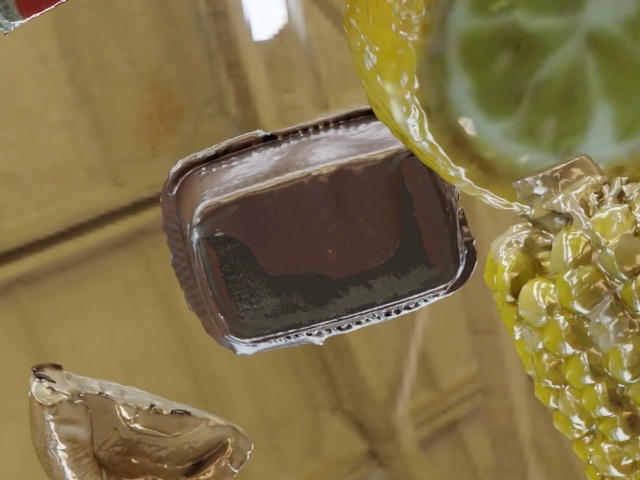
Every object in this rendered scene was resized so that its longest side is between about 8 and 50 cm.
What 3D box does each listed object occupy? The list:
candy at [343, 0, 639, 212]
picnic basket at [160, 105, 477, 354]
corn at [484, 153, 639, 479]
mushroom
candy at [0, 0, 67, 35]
[{"bbox_3d":[0.139,-0.141,1.040,0.260,0.118,0.260,-9,-62,-18],"label":"candy"},{"bbox_3d":[0.000,0.000,1.704,0.129,0.297,0.222,-96,-10,-78],"label":"picnic basket"},{"bbox_3d":[0.157,0.110,0.590,0.097,0.097,0.320,-35,-82,-44],"label":"corn"},{"bbox_3d":[-0.144,0.148,1.297,0.210,0.072,0.094,17,-90,-47],"label":"mushroom"},{"bbox_3d":[-0.181,-0.225,1.319,0.292,0.059,0.086,-27,-56,-10],"label":"candy"}]
